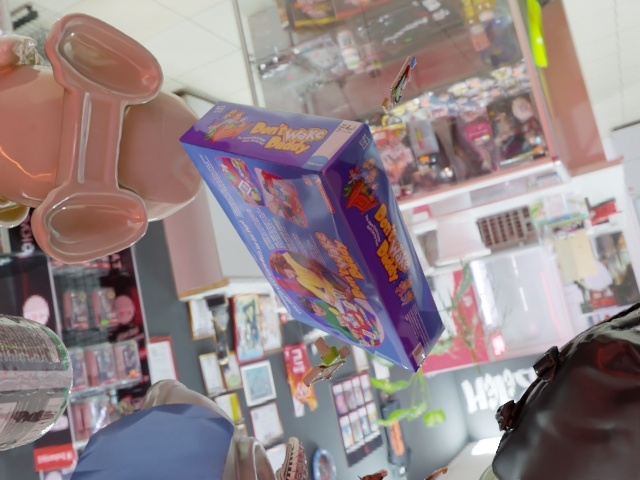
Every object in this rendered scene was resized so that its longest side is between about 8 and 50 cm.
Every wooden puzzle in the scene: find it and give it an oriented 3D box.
[{"bbox_3d":[0.135,-0.261,1.097,0.014,0.116,0.078,26,174,13],"label":"wooden puzzle"}]

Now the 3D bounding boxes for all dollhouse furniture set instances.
[{"bbox_3d":[0.017,0.199,1.193,0.076,0.059,0.152,-11,147,-48],"label":"dollhouse furniture set"}]

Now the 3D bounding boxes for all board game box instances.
[{"bbox_3d":[0.000,0.000,0.813,0.233,0.347,0.078,18,-122,39],"label":"board game box"},{"bbox_3d":[-0.136,0.202,0.517,0.133,0.033,0.169,-8,-149,10],"label":"board game box"}]

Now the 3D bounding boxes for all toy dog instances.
[{"bbox_3d":[-0.387,-0.159,0.942,0.407,0.285,0.395,9,-166,30],"label":"toy dog"}]

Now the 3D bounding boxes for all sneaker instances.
[{"bbox_3d":[-0.085,0.472,1.231,0.092,0.225,0.088,7,140,17],"label":"sneaker"}]

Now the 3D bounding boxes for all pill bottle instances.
[{"bbox_3d":[-0.497,0.187,0.861,0.204,0.204,0.361,-13,167,2],"label":"pill bottle"}]

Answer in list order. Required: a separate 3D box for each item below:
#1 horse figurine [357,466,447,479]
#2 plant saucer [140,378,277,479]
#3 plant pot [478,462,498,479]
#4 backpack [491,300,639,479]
[{"bbox_3d":[0.196,0.558,1.273,0.174,0.264,0.066,-20,179,-1],"label":"horse figurine"},{"bbox_3d":[-0.092,0.342,0.745,0.100,0.401,0.400,-17,172,-3],"label":"plant saucer"},{"bbox_3d":[0.291,0.484,0.919,0.274,0.275,0.293,-18,178,35],"label":"plant pot"},{"bbox_3d":[0.410,0.168,0.739,0.355,0.273,0.290,-30,149,-37],"label":"backpack"}]
